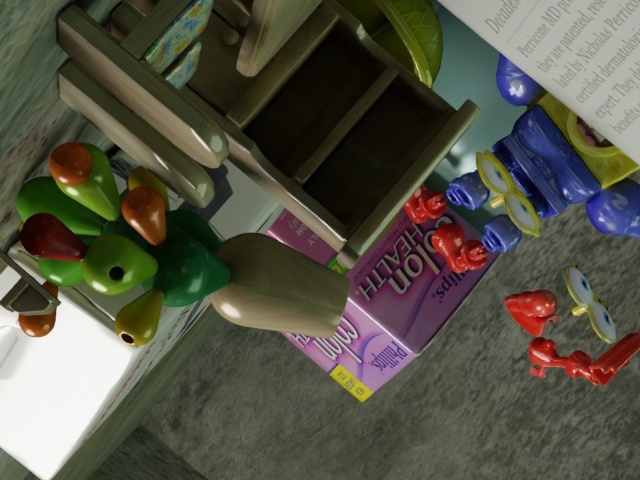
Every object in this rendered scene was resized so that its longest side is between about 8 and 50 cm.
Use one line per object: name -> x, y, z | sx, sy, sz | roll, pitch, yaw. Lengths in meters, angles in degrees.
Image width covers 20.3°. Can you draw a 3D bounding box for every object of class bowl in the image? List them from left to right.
bowl -> 0.112, -0.156, 1.498 | 0.311, 0.163, 0.311 | -56, -162, 29

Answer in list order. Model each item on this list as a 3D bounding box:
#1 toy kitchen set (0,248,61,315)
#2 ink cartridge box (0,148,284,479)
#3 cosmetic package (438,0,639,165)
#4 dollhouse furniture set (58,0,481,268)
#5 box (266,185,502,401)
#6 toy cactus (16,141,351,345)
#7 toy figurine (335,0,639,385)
toy kitchen set -> -0.169, 0.034, 0.820 | 0.075, 0.068, 0.083 | -50, 178, -6
ink cartridge box -> -0.121, 0.018, 1.149 | 0.237, 0.100, 0.172 | -49, 177, -46
cosmetic package -> 0.290, -0.250, 1.123 | 0.329, 0.394, 0.327 | -50, 177, -18
dollhouse furniture set -> 0.003, -0.098, 0.876 | 0.212, 0.161, 0.242 | -50, 178, -14
box -> 0.000, 0.000, 1.495 | 0.117, 0.243, 0.213 | -50, 179, -18
toy cactus -> -0.077, 0.017, 0.934 | 0.219, 0.181, 0.112 | 147, -39, -84
toy figurine -> 0.168, -0.095, 1.328 | 0.217, 0.362, 0.191 | -37, 178, -15
